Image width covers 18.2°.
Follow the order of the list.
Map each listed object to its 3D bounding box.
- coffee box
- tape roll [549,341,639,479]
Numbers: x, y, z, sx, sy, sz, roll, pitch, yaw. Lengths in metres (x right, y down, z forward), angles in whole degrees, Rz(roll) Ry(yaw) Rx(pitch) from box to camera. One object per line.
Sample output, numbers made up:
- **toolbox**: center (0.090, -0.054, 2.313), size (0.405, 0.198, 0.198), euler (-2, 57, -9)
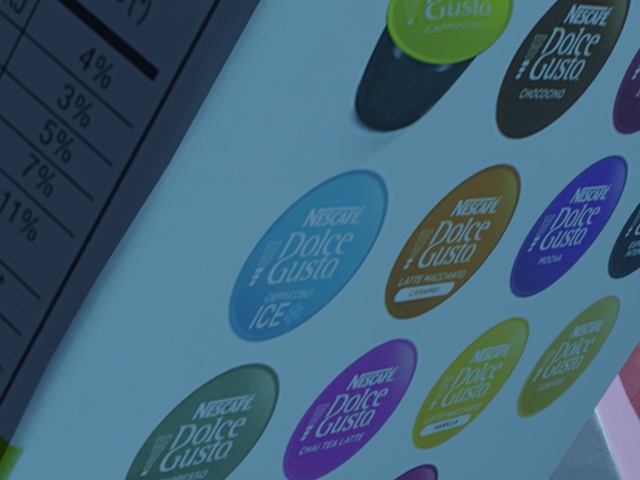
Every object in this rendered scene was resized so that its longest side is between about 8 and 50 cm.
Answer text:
- **coffee box**: center (-0.083, -0.069, 0.630), size (0.337, 0.338, 0.334), euler (-6, 132, -56)
- **tape roll**: center (0.142, 0.023, 1.175), size (0.392, 0.072, 0.392), euler (-15, 90, -73)
